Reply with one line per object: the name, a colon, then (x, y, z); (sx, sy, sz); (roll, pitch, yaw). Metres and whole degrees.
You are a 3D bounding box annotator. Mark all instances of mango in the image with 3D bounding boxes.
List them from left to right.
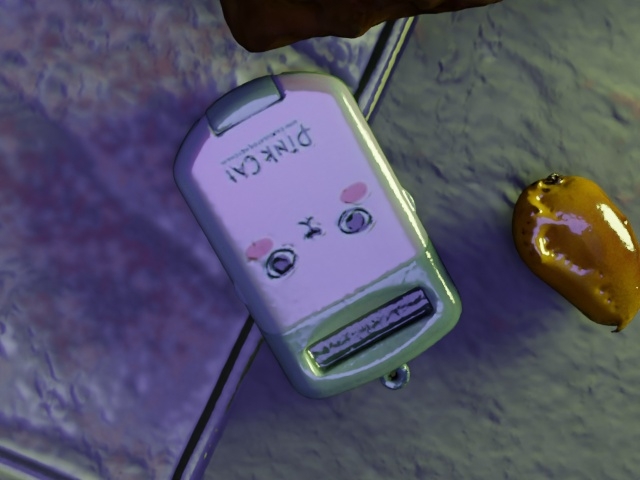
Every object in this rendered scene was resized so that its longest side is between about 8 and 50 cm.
mango: (0.185, 0.007, 1.070); (0.077, 0.063, 0.127); (-40, 104, -2)

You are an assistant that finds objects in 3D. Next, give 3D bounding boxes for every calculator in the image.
calculator: (0.000, 0.000, 1.066); (0.141, 0.045, 0.246); (-28, 100, 1)

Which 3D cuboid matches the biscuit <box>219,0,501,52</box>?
biscuit: (0.097, -0.314, 0.899); (0.395, 0.166, 0.342); (-22, 109, -23)
